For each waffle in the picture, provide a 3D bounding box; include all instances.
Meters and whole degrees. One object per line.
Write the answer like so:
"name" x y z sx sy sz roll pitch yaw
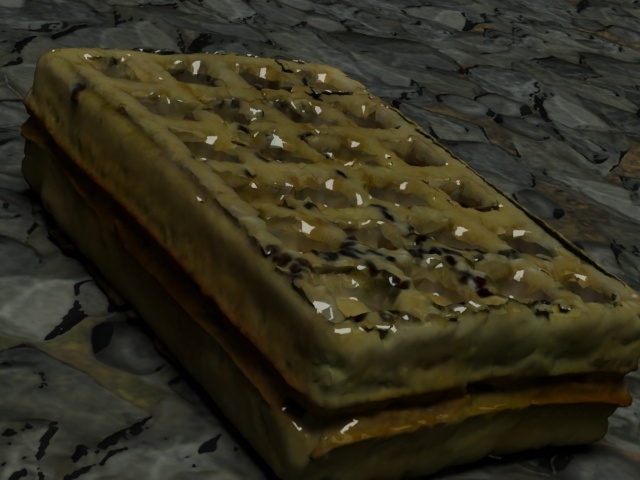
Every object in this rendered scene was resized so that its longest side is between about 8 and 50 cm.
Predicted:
"waffle" 0.000 0.001 0.919 0.261 0.114 0.376 -1 29 -38
